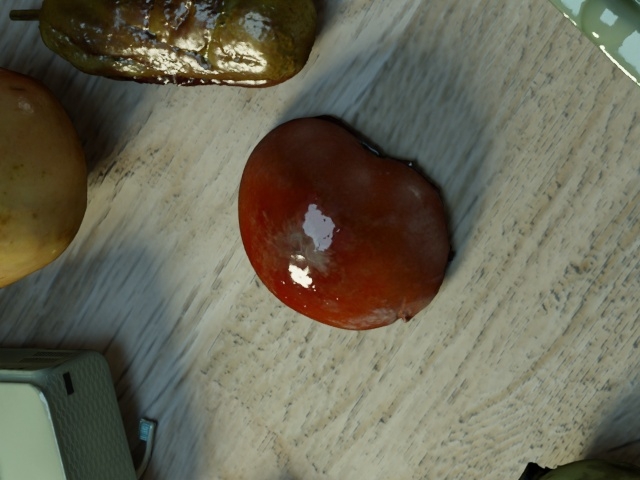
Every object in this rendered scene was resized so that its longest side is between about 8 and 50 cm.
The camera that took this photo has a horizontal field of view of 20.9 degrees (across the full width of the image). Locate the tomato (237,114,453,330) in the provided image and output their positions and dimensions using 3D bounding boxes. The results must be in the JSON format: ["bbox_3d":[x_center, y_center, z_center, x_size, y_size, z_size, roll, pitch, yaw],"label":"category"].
[{"bbox_3d":[0.000,0.000,1.637,0.228,0.112,0.199,29,120,19],"label":"tomato"}]

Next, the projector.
[{"bbox_3d":[-0.299,0.240,1.860,0.198,0.108,0.250,-3,104,40],"label":"projector"}]

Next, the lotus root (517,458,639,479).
[{"bbox_3d":[0.318,0.288,1.548,0.309,0.173,0.173,15,114,15],"label":"lotus root"}]

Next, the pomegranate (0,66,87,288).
[{"bbox_3d":[-0.371,-0.056,1.712,0.252,0.270,0.229,-17,89,33],"label":"pomegranate"}]

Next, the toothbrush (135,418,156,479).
[{"bbox_3d":[-0.209,0.280,1.894,0.022,0.017,0.204,21,115,8],"label":"toothbrush"}]

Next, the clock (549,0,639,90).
[{"bbox_3d":[0.323,-0.280,1.372,0.265,0.108,0.324,44,121,8],"label":"clock"}]

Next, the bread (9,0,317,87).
[{"bbox_3d":[-0.162,-0.205,1.664,0.344,0.084,0.124,5,109,26],"label":"bread"}]
